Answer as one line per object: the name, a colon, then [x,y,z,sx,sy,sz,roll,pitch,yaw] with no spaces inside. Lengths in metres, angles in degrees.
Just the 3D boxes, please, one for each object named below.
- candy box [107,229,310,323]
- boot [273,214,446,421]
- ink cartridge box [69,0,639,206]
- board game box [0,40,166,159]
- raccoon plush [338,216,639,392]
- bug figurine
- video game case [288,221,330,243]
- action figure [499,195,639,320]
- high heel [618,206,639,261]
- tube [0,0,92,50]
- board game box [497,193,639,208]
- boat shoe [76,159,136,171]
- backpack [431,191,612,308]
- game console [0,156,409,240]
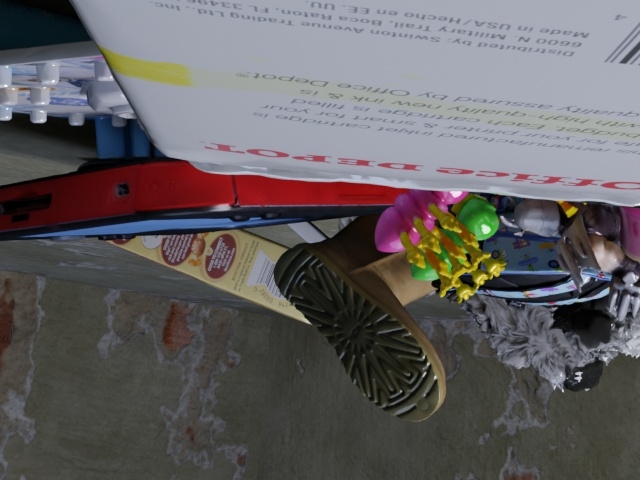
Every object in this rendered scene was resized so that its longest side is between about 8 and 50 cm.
candy box: [-0.123,0.026,1.619,0.317,0.087,0.183,22,176,14]
boot: [0.100,0.057,1.306,0.089,0.236,0.269,-47,167,32]
ink cartridge box: [0.061,-0.128,0.428,0.279,0.160,0.384,5,172,-1]
board game box: [-0.117,-0.098,0.909,0.390,0.050,0.390,0,-179,31]
raccoon plush: [0.287,0.009,1.523,0.446,0.216,0.299,34,-158,24]
bug figurine: [0.139,-0.051,0.929,0.072,0.216,0.279,47,-174,19]
video game case: [0.000,0.000,1.518,0.190,0.022,0.173,42,-178,15]
action figure: [0.298,-0.015,1.119,0.285,0.185,0.099,2,154,-18]
high heel: [0.416,-0.064,0.931,0.377,0.127,0.181,-10,143,10]
tube: [-0.174,-0.144,0.905,0.207,0.052,0.080,5,-174,-43]
board game box: [0.245,-0.083,0.768,0.260,0.136,0.030,5,-159,-4]
boat shoe: [-0.232,-0.074,1.419,0.142,0.049,0.040,2,171,35]
backpack: [0.223,0.008,1.243,0.158,0.116,0.173,12,170,-40]
game console: [-0.138,-0.030,1.249,0.387,0.060,0.342,-4,174,44]
